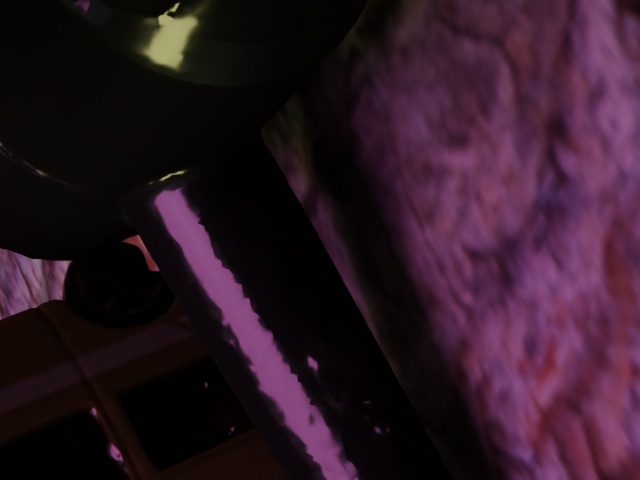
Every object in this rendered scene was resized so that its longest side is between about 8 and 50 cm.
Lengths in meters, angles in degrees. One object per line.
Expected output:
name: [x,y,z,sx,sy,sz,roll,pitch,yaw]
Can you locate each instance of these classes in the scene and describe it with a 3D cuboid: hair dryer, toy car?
hair dryer: [0.000,0.000,0.561,0.302,0.116,0.244,58,154,3]
toy car: [-0.117,0.094,0.655,0.124,0.257,0.101,54,151,27]
